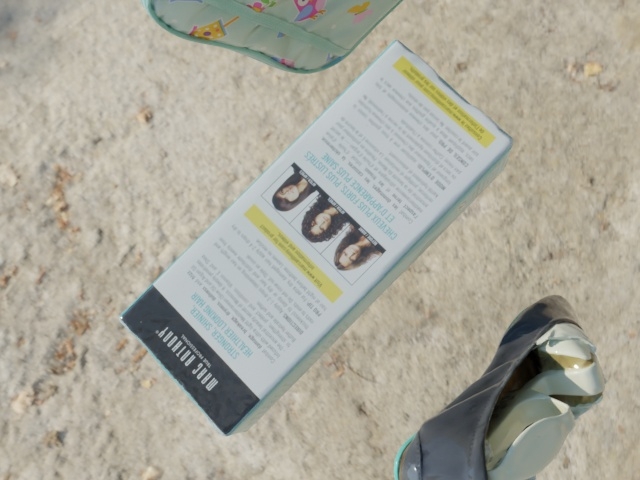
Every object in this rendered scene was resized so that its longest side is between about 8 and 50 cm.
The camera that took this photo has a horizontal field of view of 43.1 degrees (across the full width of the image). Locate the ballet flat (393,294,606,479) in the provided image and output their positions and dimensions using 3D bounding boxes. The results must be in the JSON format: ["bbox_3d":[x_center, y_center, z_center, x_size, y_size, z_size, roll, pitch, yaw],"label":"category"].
[{"bbox_3d":[0.126,0.095,0.479,0.074,0.074,0.203,28,42,29],"label":"ballet flat"}]

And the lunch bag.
[{"bbox_3d":[-0.026,-0.258,0.721,0.224,0.279,0.108,-44,62,26],"label":"lunch bag"}]

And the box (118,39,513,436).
[{"bbox_3d":[0.000,0.000,0.509,0.244,0.060,0.100,-45,76,-2],"label":"box"}]
